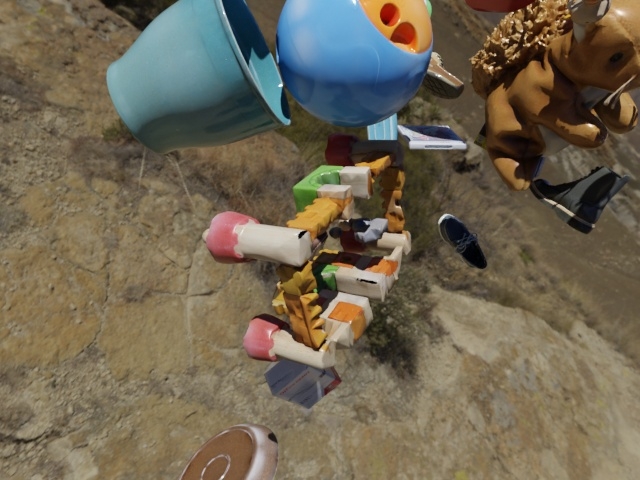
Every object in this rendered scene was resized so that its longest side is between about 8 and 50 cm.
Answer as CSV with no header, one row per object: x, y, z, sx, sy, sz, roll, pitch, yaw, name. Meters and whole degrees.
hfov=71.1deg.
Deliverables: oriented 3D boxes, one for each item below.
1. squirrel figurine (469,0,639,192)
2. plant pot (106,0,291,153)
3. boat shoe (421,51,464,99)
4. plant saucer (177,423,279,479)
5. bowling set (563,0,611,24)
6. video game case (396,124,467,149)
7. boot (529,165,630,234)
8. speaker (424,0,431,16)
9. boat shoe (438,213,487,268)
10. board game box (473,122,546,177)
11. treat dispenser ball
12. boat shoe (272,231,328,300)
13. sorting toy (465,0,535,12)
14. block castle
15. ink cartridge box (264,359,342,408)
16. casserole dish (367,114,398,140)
0.488,-0.368,0.925,0.370,0.281,0.397,88,-21,-70,squirrel figurine
-0.225,-0.289,0.819,0.271,0.255,0.272,-20,90,-77,plant pot
0.397,-0.642,1.658,0.324,0.120,0.122,39,-4,24,boat shoe
-0.242,0.565,1.076,0.050,0.310,0.311,57,30,-21,plant saucer
0.466,-0.301,0.525,0.200,0.287,0.154,67,20,12,bowling set
0.364,-0.345,1.488,0.183,0.023,0.201,0,30,-4,video game case
0.554,-0.118,0.965,0.076,0.137,0.198,15,29,-25,boot
0.128,-0.601,1.124,0.296,0.131,0.131,9,48,-25,speaker
0.497,0.010,1.555,0.254,0.095,0.079,52,-4,-27,boat shoe
0.549,-0.301,1.196,0.194,0.194,0.060,38,32,22,board game box
0.061,-0.358,0.831,0.288,0.288,0.288,29,38,-26,treat dispenser ball
-0.029,0.089,1.165,0.123,0.342,0.123,35,48,7,boat shoe
0.270,-0.468,0.594,0.365,0.127,0.126,34,61,-75,sorting toy
0.000,0.000,0.873,0.453,0.212,0.303,-46,133,-45,block castle
-0.038,0.314,1.022,0.150,0.109,0.063,43,9,-46,ink cartridge box
0.219,-0.408,1.624,0.037,0.114,0.188,-17,104,-63,casserole dish
